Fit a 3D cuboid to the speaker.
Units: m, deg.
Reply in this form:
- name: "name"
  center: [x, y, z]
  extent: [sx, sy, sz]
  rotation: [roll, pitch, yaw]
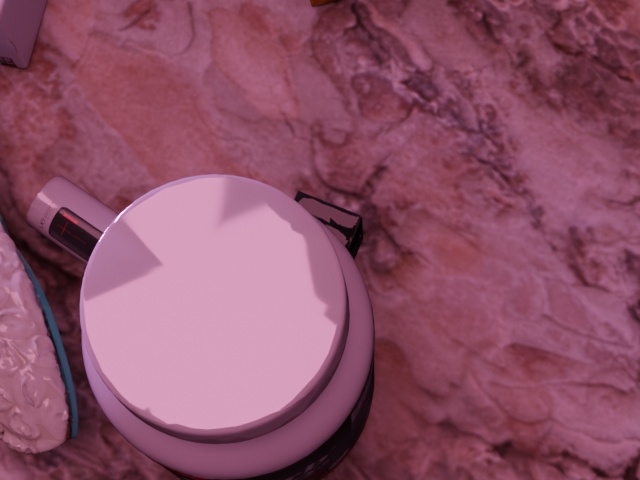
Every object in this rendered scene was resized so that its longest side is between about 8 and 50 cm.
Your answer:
- name: "speaker"
  center: [-0.190, 0.000, 1.276]
  extent: [0.136, 0.055, 0.055]
  rotation: [34, 80, 9]

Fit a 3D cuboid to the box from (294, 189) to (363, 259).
- name: "box"
  center: [0.000, 0.000, 1.253]
  extent: [0.062, 0.083, 0.052]
  rotation: [22, 79, 7]

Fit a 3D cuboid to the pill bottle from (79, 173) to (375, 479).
- name: "pill bottle"
  center: [-0.064, 0.081, 1.091]
  extent: [0.210, 0.363, 0.210]
  rotation: [-1, 76, 2]

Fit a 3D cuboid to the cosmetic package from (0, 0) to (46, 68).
- name: "cosmetic package"
  center: [-0.287, -0.287, 1.319]
  extent: [0.086, 0.117, 0.231]
  rotation: [13, 76, 6]

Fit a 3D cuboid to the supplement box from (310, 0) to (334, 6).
- name: "supplement box"
  center: [0.024, -0.346, 1.283]
  extent: [0.129, 0.191, 0.194]
  rotation: [-16, 75, -2]

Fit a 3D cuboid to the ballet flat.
- name: "ballet flat"
  center: [-0.332, 0.008, 1.228]
  extent: [0.147, 0.147, 0.408]
  rotation: [-23, 69, -4]
